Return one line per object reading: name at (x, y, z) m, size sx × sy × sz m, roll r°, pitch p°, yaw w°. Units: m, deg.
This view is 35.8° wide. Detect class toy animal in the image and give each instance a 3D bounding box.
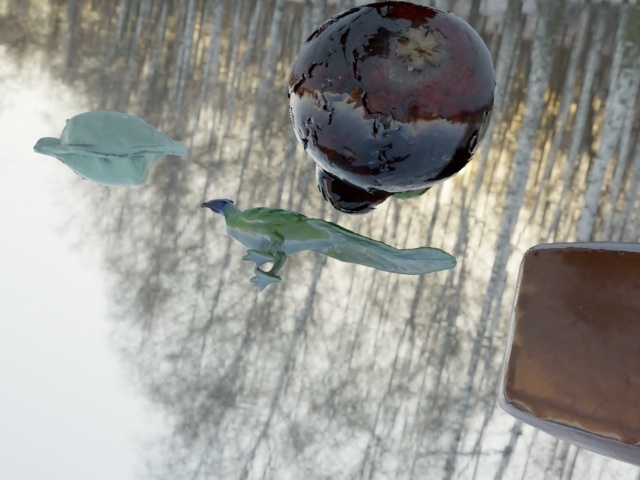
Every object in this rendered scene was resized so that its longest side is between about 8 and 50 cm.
toy animal at (-0.010, 0.009, 0.750) m, size 0.217 × 0.041 × 0.075 m, roll 15°, pitch -140°, yaw 30°

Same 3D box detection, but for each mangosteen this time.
mangosteen at (0.055, -0.102, 0.806) m, size 0.166 × 0.180 × 0.166 m, roll 2°, pitch -125°, yaw -3°

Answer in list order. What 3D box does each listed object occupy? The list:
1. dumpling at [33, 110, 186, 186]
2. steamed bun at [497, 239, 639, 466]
dumpling at (-0.290, -0.116, 1.395) m, size 0.219 × 0.108 × 0.153 m, roll -7°, pitch -141°, yaw -26°
steamed bun at (0.389, 0.126, 1.025) m, size 0.379 × 0.235 × 0.248 m, roll 7°, pitch 175°, yaw 35°
